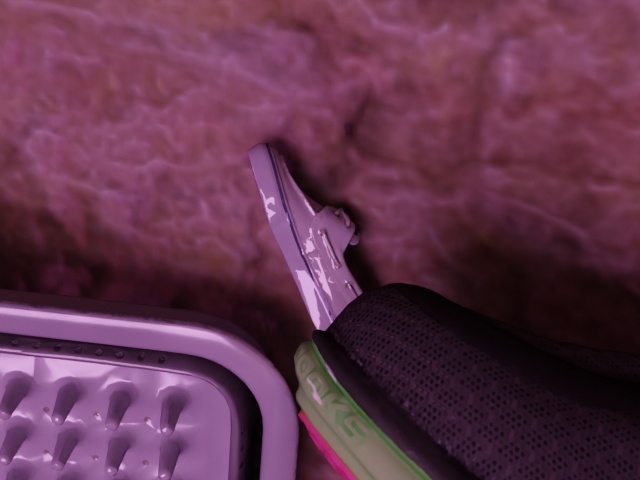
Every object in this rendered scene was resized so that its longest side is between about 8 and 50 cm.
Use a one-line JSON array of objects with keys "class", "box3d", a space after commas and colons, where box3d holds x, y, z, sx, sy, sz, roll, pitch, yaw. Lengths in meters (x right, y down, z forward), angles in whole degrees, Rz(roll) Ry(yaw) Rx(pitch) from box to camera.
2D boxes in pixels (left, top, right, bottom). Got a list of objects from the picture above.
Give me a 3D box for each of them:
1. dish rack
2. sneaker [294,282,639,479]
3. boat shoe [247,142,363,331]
[{"class": "dish rack", "box3d": [-0.179, 0.137, 0.695, 0.332, 0.072, 0.286, 6, 115, 2]}, {"class": "sneaker", "box3d": [0.229, 0.081, 0.501, 0.482, 0.185, 0.202, 12, 84, 12]}, {"class": "boat shoe", "box3d": [0.000, 0.000, 0.624, 0.035, 0.035, 0.100, -24, 100, 1]}]
